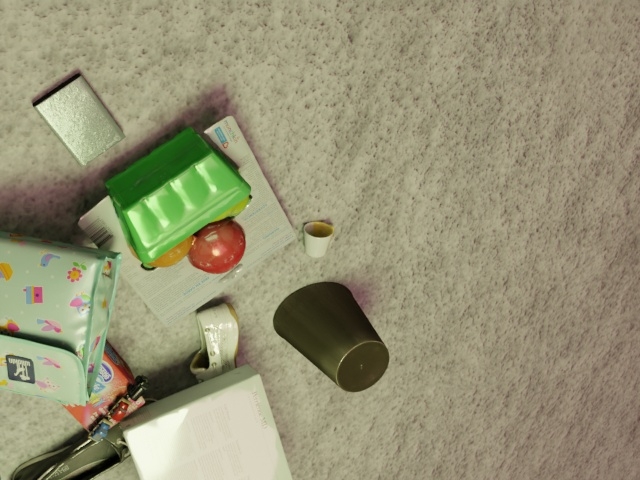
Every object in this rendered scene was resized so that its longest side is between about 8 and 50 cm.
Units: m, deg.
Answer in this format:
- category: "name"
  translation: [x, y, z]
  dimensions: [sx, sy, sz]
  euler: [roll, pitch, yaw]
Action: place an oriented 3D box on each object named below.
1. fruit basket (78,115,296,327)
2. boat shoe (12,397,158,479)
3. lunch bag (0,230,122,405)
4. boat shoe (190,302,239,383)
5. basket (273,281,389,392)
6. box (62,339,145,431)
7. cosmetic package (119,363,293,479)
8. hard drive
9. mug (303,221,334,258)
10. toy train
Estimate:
- category: "fruit basket"
  translation: [-0.236, -0.027, 1.482]
  dimensions: [0.327, 0.165, 0.353]
  euler: [-36, 143, -8]
- category: "boat shoe"
  translation: [-0.466, 0.449, 1.619]
  dimensions: [0.335, 0.095, 0.112]
  euler: [-28, 126, -14]
- category: "lunch bag"
  translation: [-0.465, 0.131, 1.294]
  dimensions: [0.224, 0.160, 0.262]
  euler: [11, 92, -2]
- category: "boat shoe"
  translation: [-0.229, 0.263, 1.659]
  dimensions: [0.096, 0.098, 0.277]
  euler: [-7, 111, -24]
- category: "basket"
  translation: [0.035, 0.211, 1.694]
  dimensions: [0.204, 0.227, 0.154]
  euler: [-10, 120, -25]
- category: "box"
  translation: [-0.457, 0.232, 1.485]
  dimensions: [0.123, 0.128, 0.256]
  euler: [-34, 127, -9]
- category: "cosmetic package"
  translation: [-0.210, 0.479, 1.593]
  dimensions: [0.285, 0.097, 0.377]
  euler: [-19, 103, -17]
- category: "hard drive"
  translation: [-0.409, -0.203, 1.340]
  dimensions: [0.094, 0.022, 0.135]
  euler: [-37, 128, -8]
- category: "mug"
  translation: [-0.001, 0.002, 1.666]
  dimensions: [0.078, 0.062, 0.064]
  euler: [-6, 126, -20]
- category: "toy train"
  translation: [-0.378, 0.318, 1.471]
  dimensions: [0.158, 0.036, 0.027]
  euler: [-47, 129, 1]
